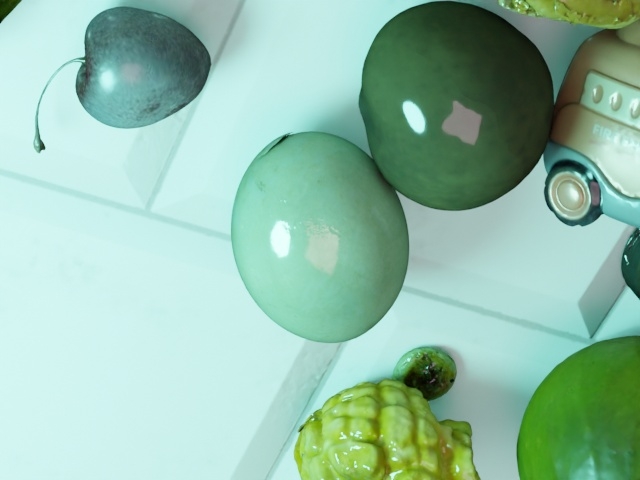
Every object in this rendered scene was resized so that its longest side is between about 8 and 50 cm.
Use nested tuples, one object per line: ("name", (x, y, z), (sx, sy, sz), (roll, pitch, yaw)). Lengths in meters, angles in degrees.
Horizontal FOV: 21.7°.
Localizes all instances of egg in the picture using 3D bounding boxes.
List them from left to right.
("egg", (0.000, 0.000, 1.766), (0.186, 0.186, 0.253), (-15, 123, 3))

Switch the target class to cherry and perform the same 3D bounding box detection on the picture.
("cherry", (-0.189, -0.152, 1.689), (0.148, 0.115, 0.188), (-26, 147, -39))

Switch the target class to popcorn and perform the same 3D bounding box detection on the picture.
("popcorn", (0.084, 0.284, 1.985), (0.250, 0.190, 0.250), (16, 139, 14))

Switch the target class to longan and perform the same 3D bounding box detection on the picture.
("longan", (0.138, -0.138, 1.684), (0.196, 0.196, 0.220), (-17, 114, 5))

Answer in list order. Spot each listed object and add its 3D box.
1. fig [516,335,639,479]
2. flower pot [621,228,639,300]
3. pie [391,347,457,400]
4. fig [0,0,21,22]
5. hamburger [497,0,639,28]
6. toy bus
("fig", (0.372, 0.277, 1.940), (0.316, 0.316, 0.316), (-4, 126, -5))
("flower pot", (0.434, 0.045, 1.913), (0.157, 0.107, 0.157), (-4, 124, -5))
("pie", (0.126, 0.162, 2.004), (0.084, 0.021, 0.084), (-4, 127, -5))
("fig", (-0.371, -0.223, 1.620), (0.126, 0.185, 0.133), (18, 138, 27))
("hamburger", (0.255, -0.304, 1.602), (0.213, 0.108, 0.214), (-2, 98, -17))
("toy bus", (0.373, -0.116, 1.694), (0.194, 0.287, 0.232), (-21, 125, -45))
